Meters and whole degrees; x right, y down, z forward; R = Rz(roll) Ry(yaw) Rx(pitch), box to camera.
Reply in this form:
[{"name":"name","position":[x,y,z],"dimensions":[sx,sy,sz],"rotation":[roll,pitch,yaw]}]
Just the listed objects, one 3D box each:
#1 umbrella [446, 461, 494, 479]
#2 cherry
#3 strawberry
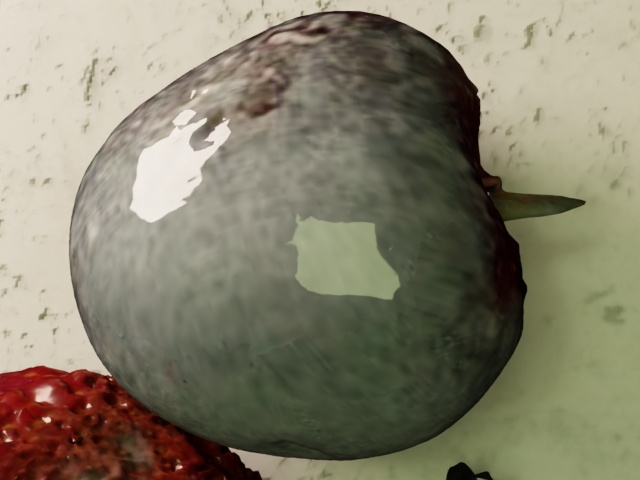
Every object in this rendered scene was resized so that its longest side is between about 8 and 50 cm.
[{"name":"umbrella","position":[0.057,0.218,1.030],"dimensions":[0.110,0.272,0.122],"rotation":[-1,105,15]},{"name":"cherry","position":[0.000,0.000,1.095],"dimensions":[0.296,0.218,0.255],"rotation":[-15,69,11]},{"name":"strawberry","position":[-0.165,0.197,1.106],"dimensions":[0.274,0.220,0.274],"rotation":[-3,79,14]}]
